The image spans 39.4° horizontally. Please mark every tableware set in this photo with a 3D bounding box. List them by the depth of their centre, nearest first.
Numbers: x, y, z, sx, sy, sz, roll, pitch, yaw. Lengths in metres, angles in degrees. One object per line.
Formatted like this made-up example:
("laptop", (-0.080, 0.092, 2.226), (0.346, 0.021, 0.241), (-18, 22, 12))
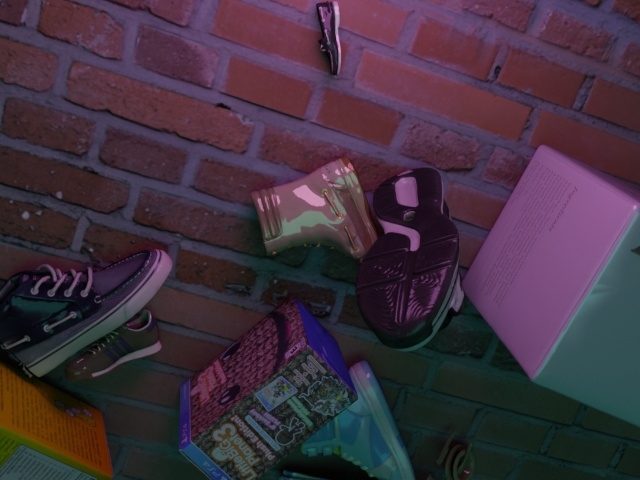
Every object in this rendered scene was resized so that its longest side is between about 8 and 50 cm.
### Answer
("tableware set", (0.266, 0.501, 1.799), (0.194, 0.039, 0.128), (-55, 127, -30))

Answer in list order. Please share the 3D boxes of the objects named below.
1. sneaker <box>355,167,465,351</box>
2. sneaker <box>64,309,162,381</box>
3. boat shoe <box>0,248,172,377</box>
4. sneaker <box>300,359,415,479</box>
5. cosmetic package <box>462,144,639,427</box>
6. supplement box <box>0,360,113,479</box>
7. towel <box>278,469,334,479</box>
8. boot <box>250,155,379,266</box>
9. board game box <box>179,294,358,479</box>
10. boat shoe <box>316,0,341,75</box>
("sneaker", (0.187, 0.085, 1.499), (0.169, 0.447, 0.257), (-15, 120, 18))
("sneaker", (-0.374, 0.181, 1.601), (0.192, 0.064, 0.086), (-18, 113, -40))
("boat shoe", (-0.433, 0.093, 1.553), (0.341, 0.127, 0.158), (-37, 119, 6))
("sneaker", (0.057, 0.407, 1.757), (0.208, 0.127, 0.319), (-22, 104, -1))
("cosmetic package", (0.505, 0.077, 1.564), (0.330, 0.393, 0.327), (24, 104, -16))
("supplement box", (-0.569, 0.348, 1.552), (0.194, 0.195, 0.356), (-46, 123, 9))
("towel", (0.052, 0.573, 1.788), (0.285, 0.034, 0.209), (9, 118, 17))
("boot", (0.000, 0.000, 1.611), (0.204, 0.095, 0.261), (-20, 110, -2))
("board game box", (-0.103, 0.276, 1.622), (0.291, 0.232, 0.141), (-40, 110, 5))
("boat shoe", (0.014, -0.342, 1.516), (0.038, 0.046, 0.125), (-6, 108, -7))
